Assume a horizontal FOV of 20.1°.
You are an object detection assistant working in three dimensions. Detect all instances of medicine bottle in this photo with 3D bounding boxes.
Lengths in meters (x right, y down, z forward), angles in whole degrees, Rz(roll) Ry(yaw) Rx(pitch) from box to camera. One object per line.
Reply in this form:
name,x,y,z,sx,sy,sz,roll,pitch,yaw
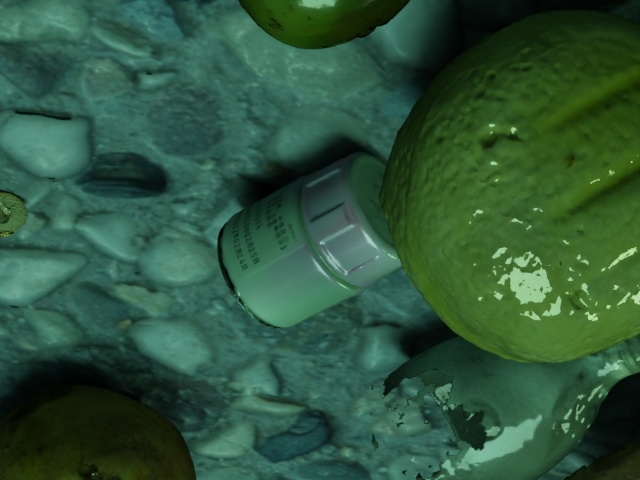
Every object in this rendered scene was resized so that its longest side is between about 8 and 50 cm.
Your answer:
medicine bottle,0.000,0.000,1.814,0.168,0.135,0.135,-28,131,29

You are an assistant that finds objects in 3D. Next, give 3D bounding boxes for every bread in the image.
bread,-0.360,-0.020,1.860,0.103,0.049,0.062,-21,162,22
bread,0.219,-0.050,1.627,0.321,0.320,0.237,13,158,-13

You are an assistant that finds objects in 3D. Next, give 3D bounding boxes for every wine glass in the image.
wine glass,0.239,0.161,1.959,0.357,0.190,0.190,-27,132,24

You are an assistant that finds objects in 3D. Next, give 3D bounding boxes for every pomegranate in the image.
pomegranate,-0.008,-0.264,1.506,0.180,0.180,0.209,-23,103,25
pomegranate,-0.278,0.301,2.072,0.281,0.281,0.281,1,139,1

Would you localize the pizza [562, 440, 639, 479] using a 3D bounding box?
pizza,0.419,0.256,2.053,0.392,0.080,0.435,-43,155,26
